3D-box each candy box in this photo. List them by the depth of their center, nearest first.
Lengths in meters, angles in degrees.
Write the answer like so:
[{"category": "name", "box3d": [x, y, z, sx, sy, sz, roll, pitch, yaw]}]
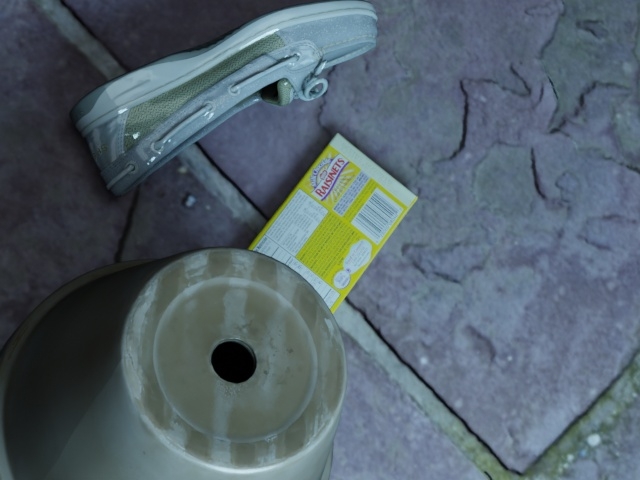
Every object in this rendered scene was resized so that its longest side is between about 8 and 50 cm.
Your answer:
[{"category": "candy box", "box3d": [0.000, 0.000, 1.855, 0.105, 0.027, 0.206, 38, 62, -1]}]

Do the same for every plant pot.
[{"category": "plant pot", "box3d": [-0.113, 0.140, 1.620, 0.323, 0.280, 0.323, 6, 69, -17]}]

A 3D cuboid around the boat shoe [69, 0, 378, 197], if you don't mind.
[{"category": "boat shoe", "box3d": [-0.080, -0.144, 1.835, 0.320, 0.118, 0.103, -23, 86, -22]}]
